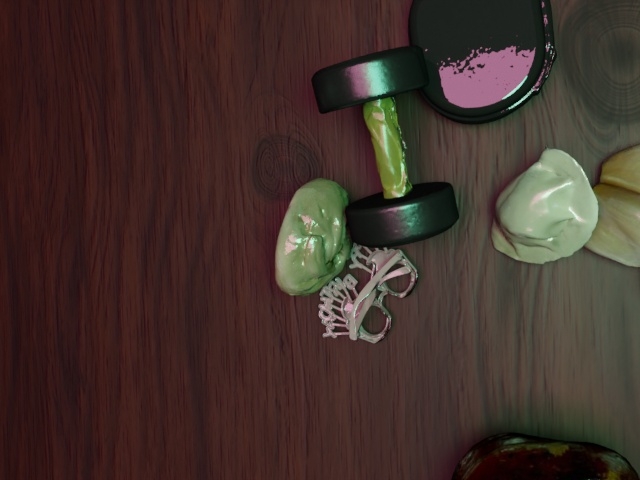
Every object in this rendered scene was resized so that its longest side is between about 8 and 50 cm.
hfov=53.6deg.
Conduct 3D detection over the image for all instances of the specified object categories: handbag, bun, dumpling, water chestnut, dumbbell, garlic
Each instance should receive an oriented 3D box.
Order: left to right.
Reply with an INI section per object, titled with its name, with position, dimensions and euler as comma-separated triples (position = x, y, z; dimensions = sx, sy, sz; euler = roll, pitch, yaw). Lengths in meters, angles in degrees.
[bun]
position = 0.000, 0.000, 1.217
dimensions = 0.116, 0.210, 0.237
euler = 18, 83, 20
[dumbbell]
position = 0.118, -0.164, 1.132
dimensions = 0.204, 0.204, 0.322
euler = -10, 102, 21
[handbag]
position = 0.290, -0.367, 1.156
dimensions = 0.254, 0.093, 0.308
euler = -7, 88, 20
[dumpling]
position = 0.384, -0.043, 1.098
dimensions = 0.216, 0.126, 0.166
euler = -50, 64, 23
[water chestnut]
position = 0.367, 0.474, 1.015
dimensions = 0.335, 0.347, 0.335
euler = 2, 99, 14
[garlic]
position = 0.559, -0.054, 1.050
dimensions = 0.228, 0.110, 0.217
euler = 26, 97, 19

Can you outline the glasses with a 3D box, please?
[glasses]
position = 0.076, 0.098, 1.250
dimensions = 0.162, 0.095, 0.255
euler = 37, 102, 32
